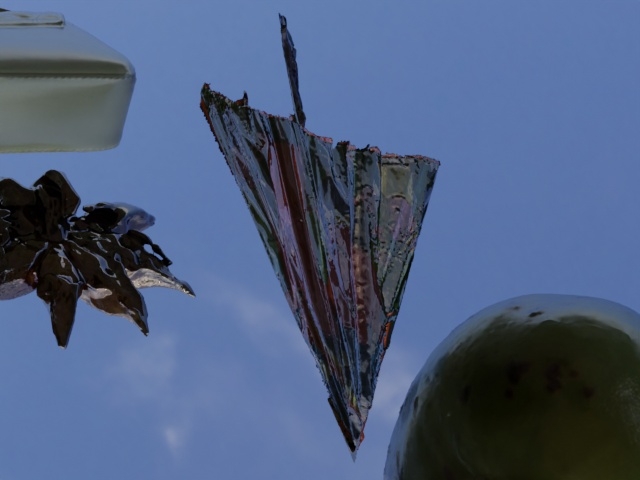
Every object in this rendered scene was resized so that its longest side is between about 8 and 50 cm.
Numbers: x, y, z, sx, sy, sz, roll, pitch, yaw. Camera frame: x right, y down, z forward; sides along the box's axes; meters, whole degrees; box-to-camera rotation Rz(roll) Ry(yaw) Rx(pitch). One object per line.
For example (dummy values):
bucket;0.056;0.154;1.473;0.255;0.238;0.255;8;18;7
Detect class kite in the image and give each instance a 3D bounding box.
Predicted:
kite;0.000;0.000;0.889;0.016;0.234;0.321;-16;-164;-17

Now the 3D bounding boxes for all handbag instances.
handbag;-0.283;-0.135;1.336;0.219;0.256;0.079;38;-59;43

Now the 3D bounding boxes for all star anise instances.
star anise;-0.244;-0.005;1.719;0.272;0.272;0.103;51;-44;40

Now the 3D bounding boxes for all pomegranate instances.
pomegranate;0.118;0.136;0.968;0.202;0.202;0.248;3;-155;31
